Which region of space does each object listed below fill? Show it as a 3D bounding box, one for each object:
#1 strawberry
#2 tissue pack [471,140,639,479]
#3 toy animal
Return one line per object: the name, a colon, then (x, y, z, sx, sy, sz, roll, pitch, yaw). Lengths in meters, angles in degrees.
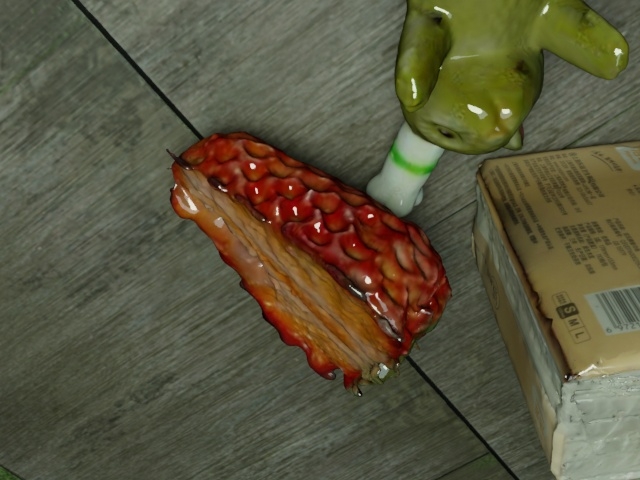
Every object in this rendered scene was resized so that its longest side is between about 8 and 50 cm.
strawberry: (0.005, 0.012, 0.741, 0.150, 0.280, 0.253, -44, 156, -21)
tissue pack: (0.276, 0.076, 0.708, 0.238, 0.305, 0.238, -2, 126, -3)
toy animal: (0.134, -0.151, 0.623, 0.181, 0.180, 0.363, -6, 125, -5)
